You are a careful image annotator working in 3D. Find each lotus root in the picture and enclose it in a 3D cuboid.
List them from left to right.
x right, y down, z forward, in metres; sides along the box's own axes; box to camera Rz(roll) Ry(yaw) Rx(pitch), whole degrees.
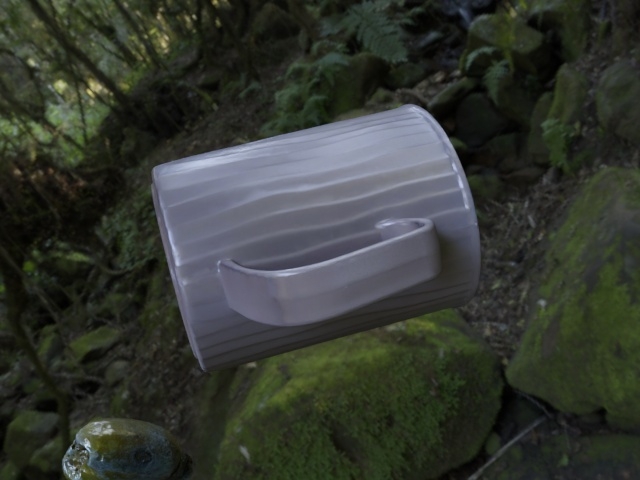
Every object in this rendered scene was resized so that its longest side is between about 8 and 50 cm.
[{"bbox_3d":[-0.261,0.306,0.935,0.113,0.192,0.088,-56,42,12],"label":"lotus root"}]

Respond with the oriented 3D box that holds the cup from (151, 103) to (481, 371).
[{"bbox_3d":[0.001,0.014,0.626,0.273,0.208,0.288,-14,40,-11],"label":"cup"}]
